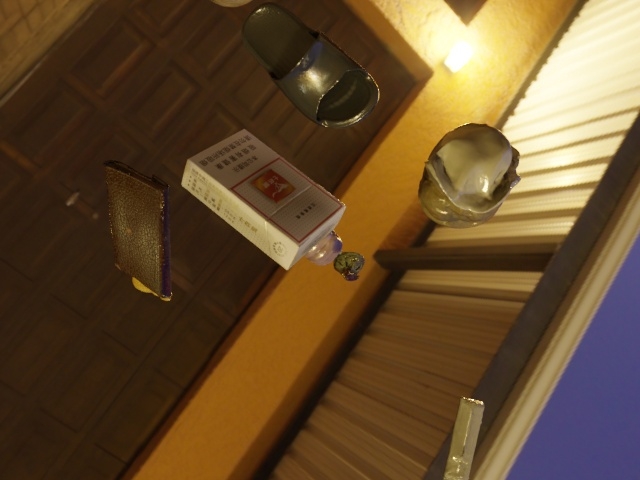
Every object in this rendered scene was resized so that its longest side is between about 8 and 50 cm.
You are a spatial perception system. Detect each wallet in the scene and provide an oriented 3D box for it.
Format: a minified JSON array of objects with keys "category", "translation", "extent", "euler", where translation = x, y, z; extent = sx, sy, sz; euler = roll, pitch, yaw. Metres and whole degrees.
[{"category":"wallet","translation":[-0.317,-0.018,1.053],"extent":[0.039,0.132,0.243],"euler":[-44,152,-45]}]

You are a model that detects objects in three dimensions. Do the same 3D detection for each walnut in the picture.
[{"category":"walnut","translation":[0.458,-0.174,1.935],"extent":[0.282,0.276,0.253],"euler":[68,28,-69]}]

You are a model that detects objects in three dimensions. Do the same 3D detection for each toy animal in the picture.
[{"category":"toy animal","translation":[-0.491,0.139,1.780],"extent":[0.159,0.083,0.070],"euler":[23,-145,30]}]

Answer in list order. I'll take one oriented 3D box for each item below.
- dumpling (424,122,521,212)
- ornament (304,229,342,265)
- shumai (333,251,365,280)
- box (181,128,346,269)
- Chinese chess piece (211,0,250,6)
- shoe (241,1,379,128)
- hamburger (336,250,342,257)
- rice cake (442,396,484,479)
[{"category":"dumpling","translation":[0.283,-0.136,1.082],"extent":[0.250,0.162,0.132],"euler":[-36,165,-41]},{"category":"ornament","translation":[0.000,0.000,2.257],"extent":[0.177,0.177,0.177],"euler":[-42,-161,18]},{"category":"shumai","translation":[0.099,0.103,2.112],"extent":[0.123,0.099,0.087],"euler":[-37,-148,45]},{"category":"box","translation":[-0.131,-0.104,1.398],"extent":[0.210,0.330,0.095],"euler":[-41,166,-44]},{"category":"Chinese chess piece","translation":[-0.277,-0.820,1.755],"extent":[0.097,0.251,0.251],"euler":[2,-130,42]},{"category":"shoe","translation":[-0.029,-0.256,0.859],"extent":[0.108,0.241,0.093],"euler":[-48,169,12]},{"category":"hamburger","translation":[0.057,0.034,2.505],"extent":[0.054,0.121,0.084],"euler":[-39,-137,-5]},{"category":"rice cake","translation":[0.289,0.443,1.230],"extent":[0.052,0.057,0.256],"euler":[22,-75,56]}]
